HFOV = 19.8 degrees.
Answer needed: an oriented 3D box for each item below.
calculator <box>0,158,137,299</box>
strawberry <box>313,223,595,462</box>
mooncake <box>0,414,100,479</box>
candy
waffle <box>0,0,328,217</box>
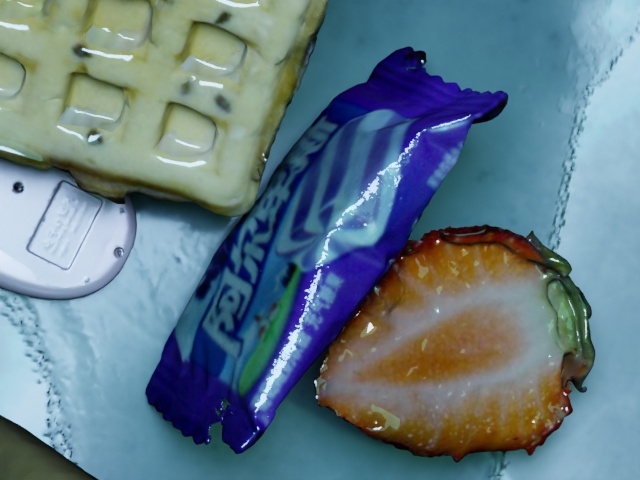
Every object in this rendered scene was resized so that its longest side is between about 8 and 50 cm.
[{"bbox_3d":[-0.189,-0.027,1.094,0.166,0.024,0.103,27,83,-7],"label":"calculator"},{"bbox_3d":[0.076,0.067,1.096,0.187,0.082,0.147,-17,92,-20],"label":"strawberry"},{"bbox_3d":[-0.110,0.227,0.965,0.290,0.290,0.161,36,83,-5],"label":"mooncake"},{"bbox_3d":[0.000,0.000,1.068,0.070,0.145,0.275,41,81,-25],"label":"candy"},{"bbox_3d":[-0.175,-0.181,0.999,0.376,0.114,0.261,18,126,-8],"label":"waffle"}]
